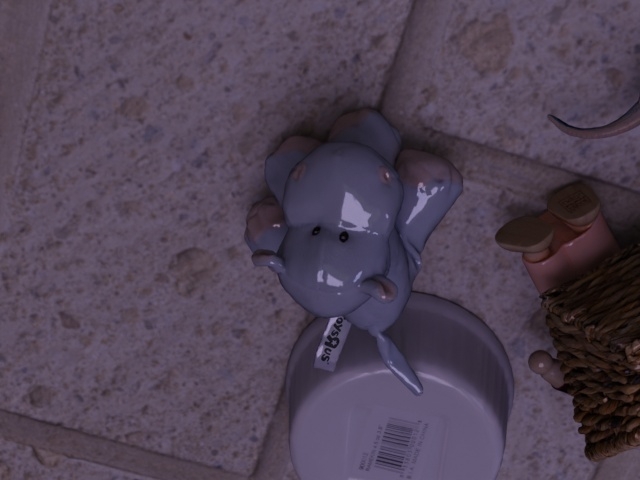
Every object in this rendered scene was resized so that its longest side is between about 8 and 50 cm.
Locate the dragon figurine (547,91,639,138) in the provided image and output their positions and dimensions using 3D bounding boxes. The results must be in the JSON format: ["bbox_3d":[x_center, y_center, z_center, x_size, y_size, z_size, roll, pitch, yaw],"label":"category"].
[{"bbox_3d":[0.389,-0.172,1.689,0.289,0.144,0.085,-19,120,37],"label":"dragon figurine"}]

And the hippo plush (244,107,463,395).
[{"bbox_3d":[0.000,0.000,1.690,0.234,0.236,0.294,13,93,18],"label":"hippo plush"}]

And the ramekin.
[{"bbox_3d":[0.091,0.210,1.904,0.277,0.135,0.277,2,120,3],"label":"ramekin"}]

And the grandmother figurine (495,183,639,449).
[{"bbox_3d":[0.331,0.101,1.846,0.208,0.104,0.342,-26,117,2],"label":"grandmother figurine"}]

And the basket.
[{"bbox_3d":[0.422,0.115,1.715,0.299,0.213,0.223,-27,114,-16],"label":"basket"}]
